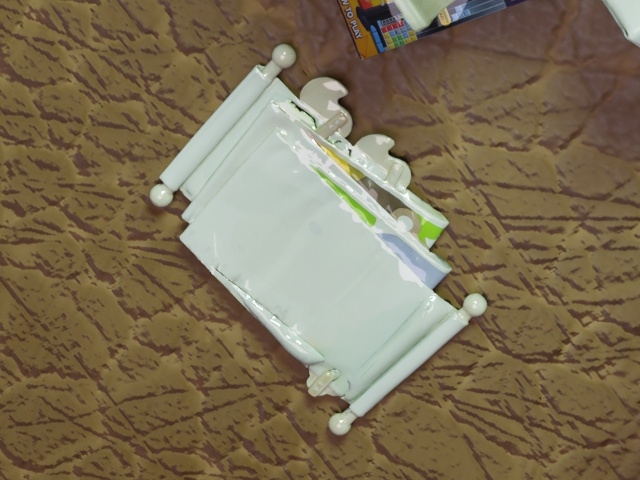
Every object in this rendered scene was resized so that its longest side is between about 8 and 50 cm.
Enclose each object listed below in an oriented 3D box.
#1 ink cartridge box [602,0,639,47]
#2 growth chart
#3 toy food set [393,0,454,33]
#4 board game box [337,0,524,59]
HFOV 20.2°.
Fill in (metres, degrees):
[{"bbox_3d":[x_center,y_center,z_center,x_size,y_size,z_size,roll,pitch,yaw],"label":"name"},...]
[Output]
[{"bbox_3d":[0.263,-0.222,0.958,0.296,0.066,0.261,-43,138,22],"label":"ink cartridge box"},{"bbox_3d":[0.000,0.000,1.205,0.172,0.021,0.237,-37,96,22],"label":"growth chart"},{"bbox_3d":[0.117,-0.292,1.000,0.306,0.092,0.220,-35,98,1],"label":"toy food set"},{"bbox_3d":[0.061,-0.214,1.103,0.141,0.048,0.170,-19,103,20],"label":"board game box"}]
